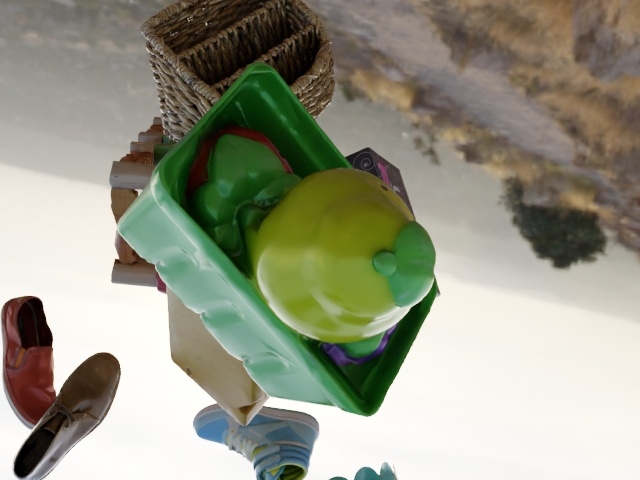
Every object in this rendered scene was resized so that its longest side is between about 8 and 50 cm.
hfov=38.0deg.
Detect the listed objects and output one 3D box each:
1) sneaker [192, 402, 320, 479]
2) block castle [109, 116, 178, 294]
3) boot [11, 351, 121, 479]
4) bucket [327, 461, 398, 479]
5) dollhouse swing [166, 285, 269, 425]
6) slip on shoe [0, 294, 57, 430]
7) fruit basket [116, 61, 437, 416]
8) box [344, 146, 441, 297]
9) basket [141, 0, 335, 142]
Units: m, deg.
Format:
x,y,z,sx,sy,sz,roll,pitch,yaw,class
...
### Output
x,y,z,sx,sy,sz,roll,pitch,yaw,class
-0.167,0.504,2.251,0.318,0.127,0.208,3,-142,4,sneaker
-0.305,-0.085,2.041,0.212,0.303,0.453,5,-159,1,block castle
-0.503,0.353,1.860,0.112,0.305,0.115,34,163,1,boot
0.018,0.462,1.361,0.281,0.183,0.281,-22,173,-3,bucket
-0.091,0.055,1.584,0.304,0.347,0.315,-21,-141,-35,dollhouse swing
-0.667,0.280,2.151,0.123,0.332,0.101,5,155,-46,slip on shoe
0.000,0.000,1.003,0.391,0.392,0.283,17,-135,18,fruit basket
0.086,-0.007,1.567,0.142,0.247,0.163,-23,162,18,box
-0.118,-0.301,1.563,0.213,0.223,0.299,25,-133,33,basket
